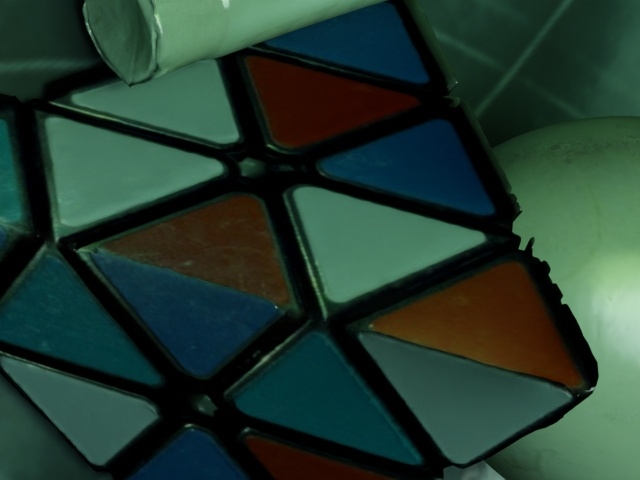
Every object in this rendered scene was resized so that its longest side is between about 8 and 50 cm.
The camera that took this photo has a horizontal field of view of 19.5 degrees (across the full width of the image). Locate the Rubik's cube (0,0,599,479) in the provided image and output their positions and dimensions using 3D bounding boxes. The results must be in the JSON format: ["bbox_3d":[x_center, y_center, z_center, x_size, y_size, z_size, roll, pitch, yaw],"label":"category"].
[{"bbox_3d":[0.000,0.000,0.770,0.250,0.284,0.234,82,26,-49],"label":"Rubik's cube"}]

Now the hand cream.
[{"bbox_3d":[-0.003,-0.118,0.757,0.205,0.050,0.078,-26,104,-37],"label":"hand cream"}]

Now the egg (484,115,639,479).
[{"bbox_3d":[0.141,0.037,0.816,0.264,0.183,0.183,21,86,-46],"label":"egg"}]
